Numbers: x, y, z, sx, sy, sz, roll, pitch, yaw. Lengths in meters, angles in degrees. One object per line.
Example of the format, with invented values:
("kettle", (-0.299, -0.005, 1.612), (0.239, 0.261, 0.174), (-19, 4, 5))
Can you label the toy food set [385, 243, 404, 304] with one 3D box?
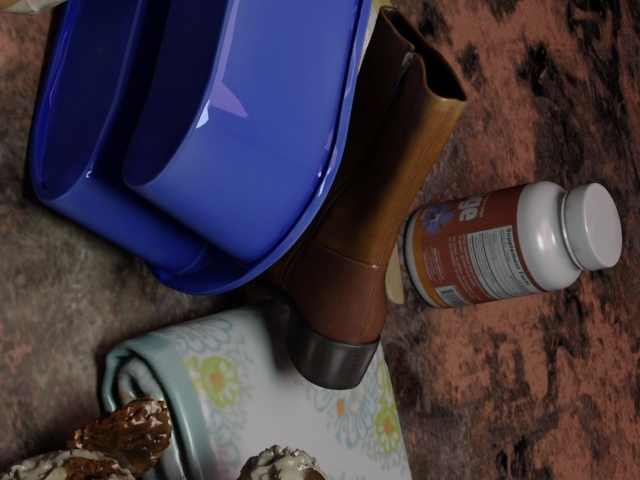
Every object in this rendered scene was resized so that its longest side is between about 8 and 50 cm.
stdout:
("toy food set", (0.000, 0.000, 1.355), (0.192, 0.038, 0.132), (16, 61, -42))

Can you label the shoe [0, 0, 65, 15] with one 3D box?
("shoe", (-0.168, -0.236, 1.034), (0.058, 0.219, 0.076), (33, 38, -52))

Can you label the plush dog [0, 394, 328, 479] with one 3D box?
("plush dog", (-0.141, 0.236, 0.954), (0.225, 0.210, 0.262), (38, 40, 9))

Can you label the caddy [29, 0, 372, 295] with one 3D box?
("caddy", (-0.083, -0.129, 1.082), (0.179, 0.241, 0.341), (26, 68, -41))

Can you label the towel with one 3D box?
("towel", (-0.030, 0.240, 1.188), (0.320, 0.090, 0.374), (-12, 90, -57))

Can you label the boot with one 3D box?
("boot", (0.006, -0.062, 1.121), (0.096, 0.280, 0.264), (6, 29, -20))

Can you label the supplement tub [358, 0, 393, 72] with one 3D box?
("supplement tub", (-0.012, -0.229, 1.307), (0.199, 0.144, 0.144), (62, 38, -21))

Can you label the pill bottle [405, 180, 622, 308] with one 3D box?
("pill bottle", (0.211, 0.002, 1.488), (0.121, 0.216, 0.121), (22, 62, -50))
